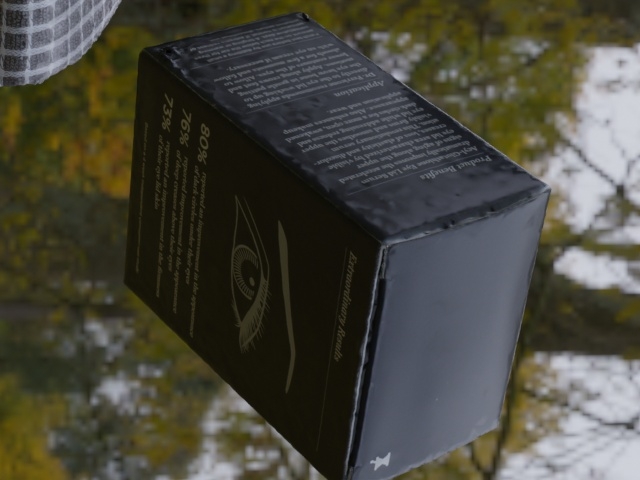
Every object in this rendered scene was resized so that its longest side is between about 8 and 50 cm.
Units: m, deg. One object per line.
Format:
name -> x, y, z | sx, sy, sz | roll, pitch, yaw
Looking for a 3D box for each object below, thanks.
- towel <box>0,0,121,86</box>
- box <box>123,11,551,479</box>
towel -> -0.169, -0.270, 1.182 | 0.284, 0.121, 0.235 | -60, 164, -48
box -> 0.000, 0.000, 0.871 | 0.207, 0.108, 0.153 | 40, -45, 37
